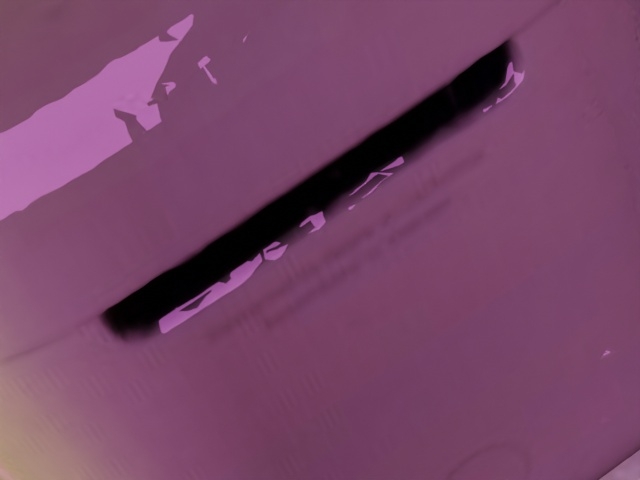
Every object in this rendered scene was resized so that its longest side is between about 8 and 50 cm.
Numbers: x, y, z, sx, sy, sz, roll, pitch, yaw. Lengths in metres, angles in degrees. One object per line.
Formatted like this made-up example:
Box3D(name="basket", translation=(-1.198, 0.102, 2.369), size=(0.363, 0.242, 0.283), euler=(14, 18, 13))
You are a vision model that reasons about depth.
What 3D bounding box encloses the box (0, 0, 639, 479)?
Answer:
Box3D(name="box", translation=(0.001, 0.001, 0.514), size=(0.288, 0.141, 0.349), euler=(-33, 132, -4))
